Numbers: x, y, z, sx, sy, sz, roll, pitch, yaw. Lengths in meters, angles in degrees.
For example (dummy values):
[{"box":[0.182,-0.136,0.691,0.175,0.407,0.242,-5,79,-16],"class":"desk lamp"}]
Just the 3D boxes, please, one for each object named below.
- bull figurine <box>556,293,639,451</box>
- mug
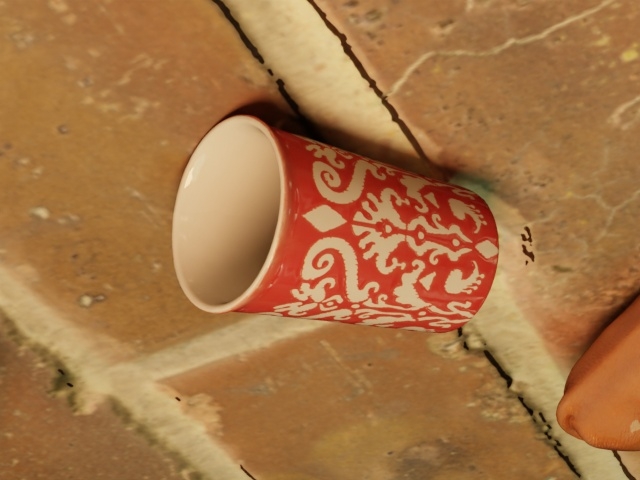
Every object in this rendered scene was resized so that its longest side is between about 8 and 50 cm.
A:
[{"box":[0.291,0.045,1.224,0.188,0.101,0.310,13,138,-33],"class":"bull figurine"},{"box":[0.004,-0.008,1.093,0.169,0.150,0.113,11,103,-35],"class":"mug"}]
